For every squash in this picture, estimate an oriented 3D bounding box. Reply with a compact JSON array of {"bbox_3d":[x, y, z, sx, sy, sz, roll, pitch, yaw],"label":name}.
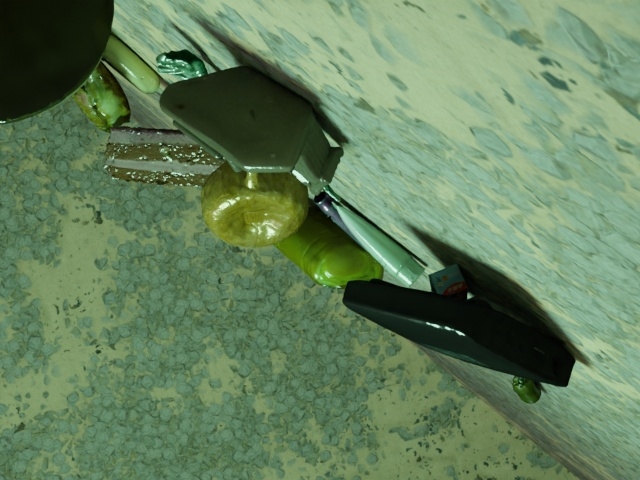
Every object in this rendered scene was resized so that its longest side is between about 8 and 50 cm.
[{"bbox_3d":[0.446,0.318,2.061,0.052,0.052,0.183,36,176,28],"label":"squash"}]

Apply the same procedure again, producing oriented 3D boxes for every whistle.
[{"bbox_3d":[0.052,-0.033,1.804,0.176,0.033,0.033,42,174,-31],"label":"whistle"}]

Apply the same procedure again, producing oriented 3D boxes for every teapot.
[{"bbox_3d":[-0.126,-0.105,1.793,0.311,0.204,0.167,88,177,-57],"label":"teapot"}]

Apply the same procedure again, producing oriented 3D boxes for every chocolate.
[{"bbox_3d":[-0.433,-0.309,1.218,0.326,0.314,0.297,39,179,-20],"label":"chocolate"}]

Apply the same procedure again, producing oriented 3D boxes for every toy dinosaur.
[{"bbox_3d":[-0.127,-0.177,1.495,0.129,0.076,0.383,-4,151,46],"label":"toy dinosaur"}]

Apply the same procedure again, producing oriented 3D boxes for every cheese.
[{"bbox_3d":[-0.360,-0.329,1.976,0.255,0.050,0.127,41,175,-23],"label":"cheese"}]

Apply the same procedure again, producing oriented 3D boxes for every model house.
[{"bbox_3d":[-0.077,-0.137,1.258,0.229,0.122,0.188,33,175,28],"label":"model house"}]

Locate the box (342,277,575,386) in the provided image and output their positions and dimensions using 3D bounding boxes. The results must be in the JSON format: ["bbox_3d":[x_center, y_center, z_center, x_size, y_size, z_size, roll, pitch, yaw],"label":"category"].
[{"bbox_3d":[0.211,0.140,1.455,0.290,0.073,0.289,28,169,-40],"label":"box"}]

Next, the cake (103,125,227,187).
[{"bbox_3d":[-0.297,-0.174,1.968,0.295,0.115,0.113,4,-168,-7],"label":"cake"}]

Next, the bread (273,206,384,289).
[{"bbox_3d":[0.000,0.000,1.998,0.166,0.112,0.383,9,-166,-26],"label":"bread"}]

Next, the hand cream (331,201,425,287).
[{"bbox_3d":[0.098,0.002,1.708,0.205,0.050,0.078,42,-179,9],"label":"hand cream"}]

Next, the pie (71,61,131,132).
[{"bbox_3d":[-0.502,-0.348,1.956,0.288,0.103,0.354,47,177,1],"label":"pie"}]

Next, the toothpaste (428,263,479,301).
[{"bbox_3d":[0.218,0.078,1.545,0.193,0.070,0.044,57,-170,-75],"label":"toothpaste"}]
